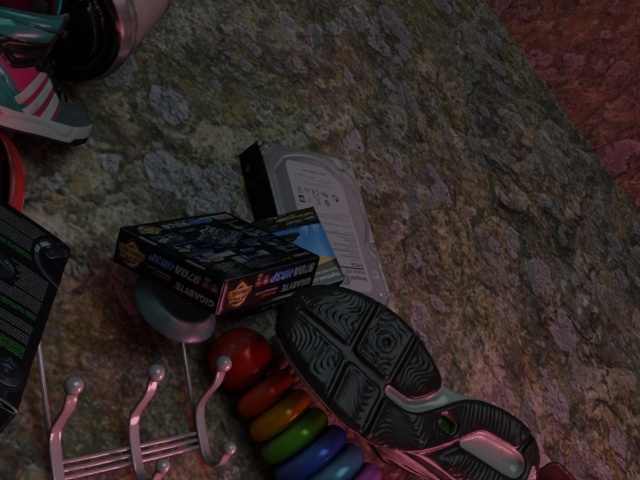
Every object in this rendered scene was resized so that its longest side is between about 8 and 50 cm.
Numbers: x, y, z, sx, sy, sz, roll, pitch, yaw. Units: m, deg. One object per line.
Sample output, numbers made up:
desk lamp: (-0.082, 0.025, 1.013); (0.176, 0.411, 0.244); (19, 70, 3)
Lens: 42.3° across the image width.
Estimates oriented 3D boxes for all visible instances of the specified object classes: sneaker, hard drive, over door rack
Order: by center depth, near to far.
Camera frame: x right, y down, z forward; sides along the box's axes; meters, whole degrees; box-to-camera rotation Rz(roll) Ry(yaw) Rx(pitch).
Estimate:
over door rack: (-0.240, 0.137, 1.024); (0.239, 0.108, 0.324); (1, 63, -49)
sneaker: (-0.361, -0.228, 1.032); (0.124, 0.178, 0.295); (24, 5, 14)
sneaker: (0.079, 0.243, 1.211); (0.447, 0.257, 0.169); (39, 64, -14)
hard drive: (0.000, 0.000, 1.425); (0.237, 0.064, 0.339); (8, 59, -44)

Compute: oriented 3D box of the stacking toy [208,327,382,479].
stacking toy: (-0.037, 0.261, 1.147); (0.330, 0.141, 0.141); (55, 37, 3)

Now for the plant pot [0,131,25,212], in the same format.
plant pot: (-0.427, -0.057, 0.887); (0.174, 0.191, 0.191); (11, 56, -47)

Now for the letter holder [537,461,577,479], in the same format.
letter holder: (0.353, 0.517, 1.249); (0.152, 0.214, 0.302); (8, 45, -56)

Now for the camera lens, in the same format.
camera lens: (-0.332, -0.377, 1.195); (0.219, 0.219, 0.274); (42, 40, -19)

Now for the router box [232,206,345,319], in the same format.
router box: (-0.069, 0.032, 1.271); (0.179, 0.046, 0.133); (-16, 71, -24)

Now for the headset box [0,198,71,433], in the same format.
headset box: (-0.358, 0.118, 0.716); (0.131, 0.246, 0.283); (38, 16, -22)

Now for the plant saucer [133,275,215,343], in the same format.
plant saucer: (-0.181, 0.077, 1.061); (0.119, 0.021, 0.119); (30, 32, -21)

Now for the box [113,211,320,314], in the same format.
box: (-0.130, 0.023, 1.088); (0.175, 0.051, 0.220); (24, 19, 26)

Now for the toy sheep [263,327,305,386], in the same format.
toy sheep: (-0.042, 0.174, 1.236); (0.132, 0.091, 0.091); (27, 46, -29)
